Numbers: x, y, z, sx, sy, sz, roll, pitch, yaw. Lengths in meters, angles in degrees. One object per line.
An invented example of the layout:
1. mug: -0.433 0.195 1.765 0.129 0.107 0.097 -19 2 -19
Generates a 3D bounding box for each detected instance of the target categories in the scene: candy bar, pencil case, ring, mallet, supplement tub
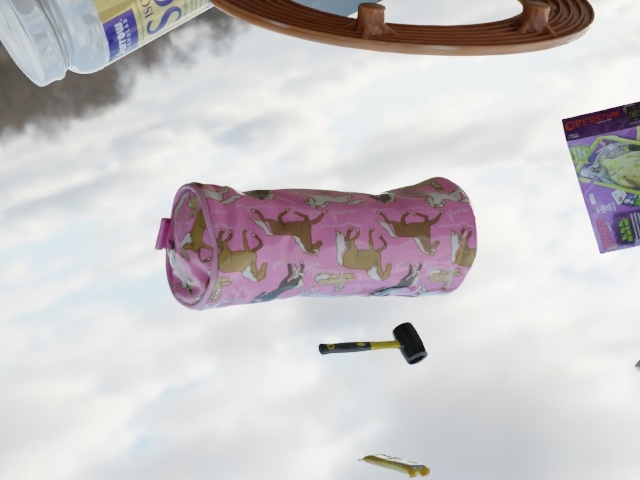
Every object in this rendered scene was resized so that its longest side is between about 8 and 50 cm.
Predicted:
1. candy bar: 0.110 0.336 1.916 0.040 0.018 0.161 -1 180 -27
2. pencil case: 0.000 0.000 1.566 0.386 0.160 0.167 -3 160 -29
3. ring: 0.067 -0.221 1.092 0.337 0.032 0.336 5 -155 -2
4. mallet: 0.074 0.150 1.906 0.190 0.062 0.039 6 136 -32
5. supplement tub: -0.316 -0.393 1.870 0.331 0.241 0.241 -34 -162 -19

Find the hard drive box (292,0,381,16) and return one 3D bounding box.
1. hard drive box: 0.056 -0.425 1.761 0.181 0.089 0.232 -15 -135 48

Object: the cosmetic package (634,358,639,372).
1. cosmetic package: 0.691 0.277 1.983 0.097 0.284 0.377 -47 -170 -7

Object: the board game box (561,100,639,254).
1. board game box: 0.489 -0.095 1.892 0.208 0.056 0.347 -16 148 12
